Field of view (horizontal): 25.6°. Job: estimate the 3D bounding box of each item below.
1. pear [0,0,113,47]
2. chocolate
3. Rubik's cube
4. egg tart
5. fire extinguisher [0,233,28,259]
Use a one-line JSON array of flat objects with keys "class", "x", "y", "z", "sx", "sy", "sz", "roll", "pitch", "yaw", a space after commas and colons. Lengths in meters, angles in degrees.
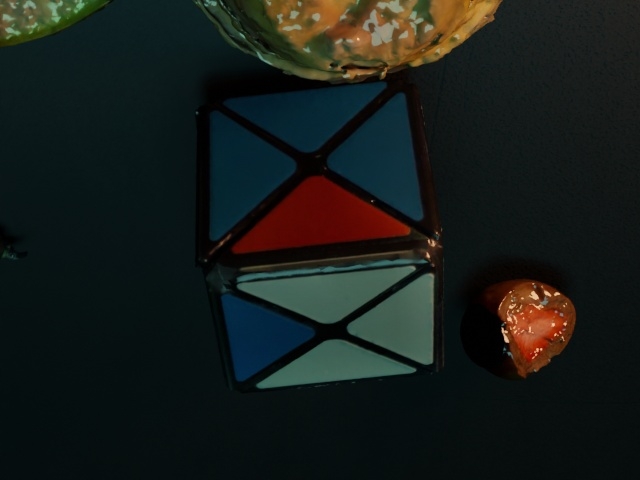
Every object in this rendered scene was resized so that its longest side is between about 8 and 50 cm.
[{"class": "pear", "x": -0.322, "y": -0.359, "z": 1.216, "sx": 0.399, "sy": 0.165, "sz": 0.399, "roll": -1, "pitch": 135, "yaw": -1}, {"class": "chocolate", "x": 0.253, "y": 0.109, "z": 1.760, "sx": 0.133, "sy": 0.127, "sz": 0.124, "roll": 3, "pitch": 127, "yaw": -30}, {"class": "Rubik's cube", "x": 0.000, "y": 0.000, "z": 1.520, "sx": 0.246, "sy": 0.248, "sz": 0.250, "roll": -5, "pitch": 144, "yaw": 1}, {"class": "egg tart", "x": 0.034, "y": -0.271, "z": 1.351, "sx": 0.352, "sy": 0.150, "sz": 0.352, "roll": -1, "pitch": 132, "yaw": -1}, {"class": "fire extinguisher", "x": -0.426, "y": -0.003, "z": 1.648, "sx": 0.158, "sy": 0.043, "sz": 0.064, "roll": 21, "pitch": 159, "yaw": -23}]
